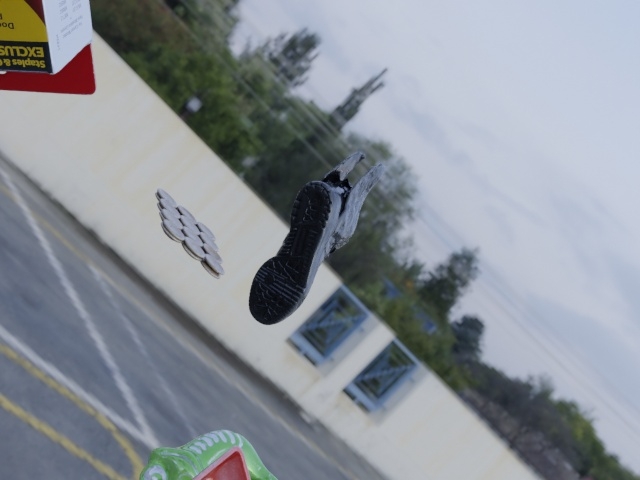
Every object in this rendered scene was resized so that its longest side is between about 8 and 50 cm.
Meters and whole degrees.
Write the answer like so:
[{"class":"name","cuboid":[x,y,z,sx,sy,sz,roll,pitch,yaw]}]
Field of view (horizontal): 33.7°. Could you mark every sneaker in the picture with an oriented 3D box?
[{"class":"sneaker","cuboid":[-0.002,-0.001,0.969,0.051,0.170,0.089,30,14,20]}]

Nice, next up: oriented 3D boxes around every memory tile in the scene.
[{"class":"memory tile","cuboid":[-0.177,-0.010,1.424,0.113,0.012,0.148,42,9,-25]}]

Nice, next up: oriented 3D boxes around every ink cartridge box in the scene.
[{"class":"ink cartridge box","cuboid":[-0.438,-0.284,1.243,0.130,0.309,0.272,-67,158,-59]}]

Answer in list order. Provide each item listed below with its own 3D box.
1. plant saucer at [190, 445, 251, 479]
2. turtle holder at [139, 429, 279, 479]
[{"class":"plant saucer","cuboid":[-0.116,0.346,0.916,0.259,0.047,0.258,-29,106,-63]},{"class":"turtle holder","cuboid":[-0.108,0.377,1.223,0.243,0.227,0.320,39,-41,17]}]
